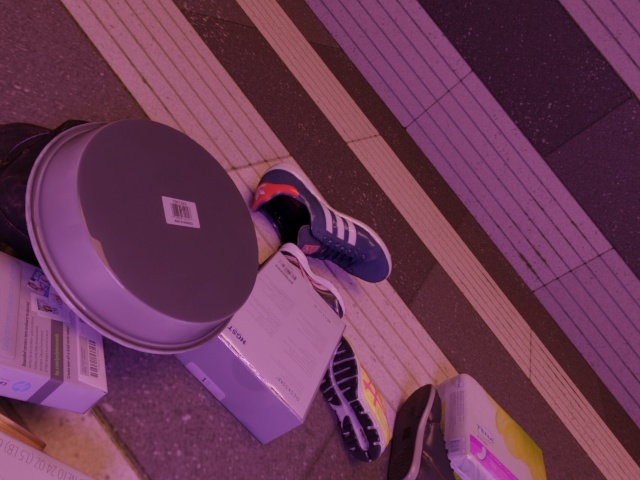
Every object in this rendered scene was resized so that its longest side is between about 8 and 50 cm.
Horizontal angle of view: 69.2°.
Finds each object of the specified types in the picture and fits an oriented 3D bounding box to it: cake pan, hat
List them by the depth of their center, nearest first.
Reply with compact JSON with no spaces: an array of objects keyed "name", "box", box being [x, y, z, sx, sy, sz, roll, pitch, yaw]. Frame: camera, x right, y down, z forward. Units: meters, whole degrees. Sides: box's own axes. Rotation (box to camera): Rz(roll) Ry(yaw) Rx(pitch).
[{"name":"cake pan","box":[-0.178,-0.018,0.546,0.293,0.054,0.293,39,38,-39]},{"name":"hat","box":[-0.299,-0.060,0.585,0.331,0.134,0.331,36,33,-28]}]

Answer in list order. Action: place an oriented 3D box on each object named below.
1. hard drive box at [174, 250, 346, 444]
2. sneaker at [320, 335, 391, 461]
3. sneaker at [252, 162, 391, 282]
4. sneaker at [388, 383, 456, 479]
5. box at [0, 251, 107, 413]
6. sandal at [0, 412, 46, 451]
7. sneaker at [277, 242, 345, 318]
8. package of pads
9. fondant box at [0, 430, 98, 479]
[{"name":"hard drive box","box":[-0.075,0.149,0.709,0.181,0.089,0.232,48,29,-5]},{"name":"sneaker","box":[0.062,0.264,0.798,0.094,0.081,0.208,17,50,-56]},{"name":"sneaker","box":[0.000,0.000,0.964,0.350,0.131,0.148,38,38,-12]},{"name":"sneaker","box":[0.199,0.378,0.847,0.118,0.083,0.222,43,40,-8]},{"name":"box","box":[-0.289,0.069,0.421,0.186,0.038,0.145,42,10,-45]},{"name":"sandal","box":[-0.345,0.130,0.359,0.240,0.088,0.079,41,52,-13]},{"name":"sneaker","box":[-0.035,0.093,0.869,0.178,0.072,0.077,46,40,6]},{"name":"package of pads","box":[0.358,0.452,0.967,0.296,0.101,0.229,46,30,-11]},{"name":"fondant box","box":[-0.232,0.244,0.222,0.238,0.096,0.330,47,6,-27]}]
